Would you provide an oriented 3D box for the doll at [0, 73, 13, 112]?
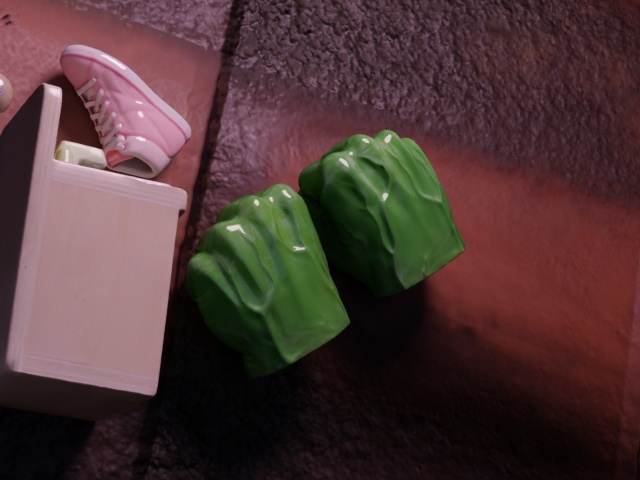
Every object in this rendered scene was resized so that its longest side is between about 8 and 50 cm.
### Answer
[{"bbox_3d":[-0.336,-0.097,1.309,0.189,0.046,0.129,-23,79,-35],"label":"doll"}]

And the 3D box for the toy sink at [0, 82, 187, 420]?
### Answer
[{"bbox_3d":[-0.194,0.015,1.291,0.131,0.153,0.234,12,71,-23],"label":"toy sink"}]

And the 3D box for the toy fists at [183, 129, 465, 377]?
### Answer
[{"bbox_3d":[0.000,0.000,1.423,0.279,0.096,0.142,-30,101,-30],"label":"toy fists"}]

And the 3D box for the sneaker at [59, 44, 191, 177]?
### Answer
[{"bbox_3d":[-0.179,-0.107,1.385,0.134,0.051,0.070,39,58,-17],"label":"sneaker"}]
